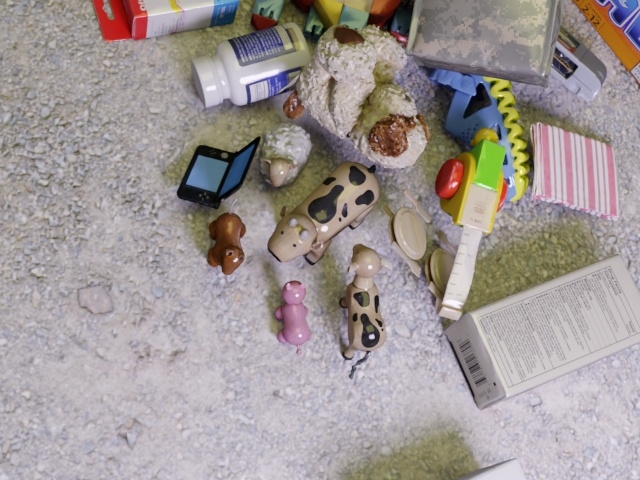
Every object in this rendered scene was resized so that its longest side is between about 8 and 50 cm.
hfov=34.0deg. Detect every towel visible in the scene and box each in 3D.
[{"bbox_3d":[0.452,-0.121,1.859,0.197,0.029,0.144,13,69,-29],"label":"towel"}]

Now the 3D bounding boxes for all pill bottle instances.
[{"bbox_3d":[-0.117,-0.289,1.750,0.186,0.112,0.112,-18,76,-11],"label":"pill bottle"}]

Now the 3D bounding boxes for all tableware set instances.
[{"bbox_3d":[0.165,0.025,1.714,0.194,0.039,0.128,47,42,-31],"label":"tableware set"}]

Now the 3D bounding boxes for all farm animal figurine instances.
[{"bbox_3d":[0.000,0.000,1.650,0.330,0.172,0.327,31,67,-2],"label":"farm animal figurine"}]

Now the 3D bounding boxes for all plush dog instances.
[{"bbox_3d":[0.075,-0.207,1.684,0.225,0.262,0.210,47,111,7],"label":"plush dog"}]

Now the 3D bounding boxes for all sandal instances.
[{"bbox_3d":[0.281,-0.214,1.835,0.138,0.126,0.317,-17,79,13],"label":"sandal"}]

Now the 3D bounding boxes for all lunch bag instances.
[{"bbox_3d":[0.281,-0.414,1.700,0.235,0.169,0.287,12,94,14],"label":"lunch bag"}]

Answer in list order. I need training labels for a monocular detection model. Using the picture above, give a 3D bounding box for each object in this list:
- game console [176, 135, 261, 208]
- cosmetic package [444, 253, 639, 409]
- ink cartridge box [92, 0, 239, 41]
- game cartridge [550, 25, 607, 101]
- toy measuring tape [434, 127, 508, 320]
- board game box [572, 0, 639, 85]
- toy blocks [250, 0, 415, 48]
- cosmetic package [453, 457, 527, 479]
[{"bbox_3d":[-0.164,-0.119,1.683,0.107,0.071,0.122,15,51,4],"label":"game console"},{"bbox_3d":[0.375,0.150,1.713,0.296,0.129,0.153,-18,76,-18],"label":"cosmetic package"},{"bbox_3d":[-0.269,-0.428,1.783,0.231,0.078,0.134,-14,75,-17],"label":"ink cartridge box"},{"bbox_3d":[0.392,-0.371,1.877,0.294,0.196,0.060,41,111,2],"label":"game cartridge"},{"bbox_3d":[0.233,-0.029,1.728,0.121,0.121,0.330,17,79,-7],"label":"toy measuring tape"},{"bbox_3d":[0.697,-0.552,1.909,0.356,0.356,0.356,-33,82,-21],"label":"board game box"},{"bbox_3d":[0.048,-0.453,1.834,0.381,0.191,0.261,16,80,-7],"label":"toy blocks"},{"bbox_3d":[0.261,0.577,1.522,0.230,0.161,0.453,-19,76,-19],"label":"cosmetic package"}]
